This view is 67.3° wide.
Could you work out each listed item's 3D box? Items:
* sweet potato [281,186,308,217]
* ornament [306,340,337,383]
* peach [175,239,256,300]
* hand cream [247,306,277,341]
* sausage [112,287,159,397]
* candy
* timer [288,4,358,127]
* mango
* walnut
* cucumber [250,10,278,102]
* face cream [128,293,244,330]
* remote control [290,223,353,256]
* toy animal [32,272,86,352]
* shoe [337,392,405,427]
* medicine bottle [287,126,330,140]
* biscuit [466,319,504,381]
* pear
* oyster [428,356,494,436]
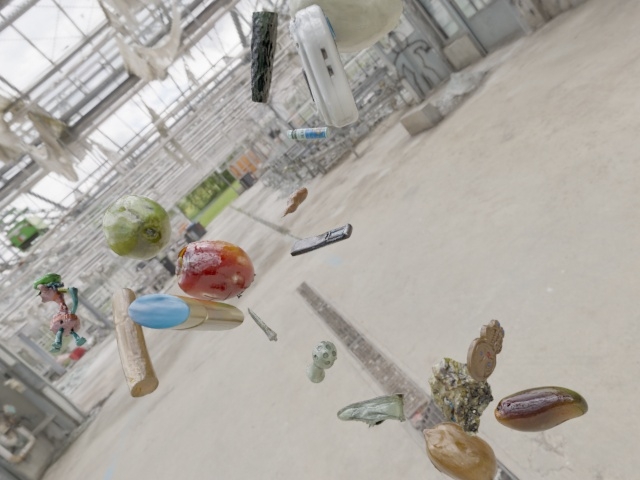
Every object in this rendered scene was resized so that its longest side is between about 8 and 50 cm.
[{"bbox_3d":[-0.097,-0.137,1.756,0.056,0.056,0.195,-31,20,42],"label":"sweet potato"},{"bbox_3d":[0.006,0.355,1.423,0.074,0.081,0.156,-95,18,-44],"label":"ornament"},{"bbox_3d":[-0.311,0.091,1.435,0.190,0.226,0.196,46,124,56],"label":"peach"},{"bbox_3d":[-0.215,0.312,1.772,0.037,0.165,0.057,-36,-26,-25],"label":"hand cream"},{"bbox_3d":[-0.418,0.212,1.066,0.066,0.066,0.301,-42,45,2],"label":"sausage"},{"bbox_3d":[0.071,-0.793,1.720,0.427,0.386,0.186,180,102,-79],"label":"candy"},{"bbox_3d":[0.007,-0.362,1.015,0.087,0.237,0.262,-18,20,8],"label":"timer"},{"bbox_3d":[0.664,0.512,1.458,0.268,0.133,0.111,-13,6,9],"label":"mango"},{"bbox_3d":[0.527,0.803,1.832,0.203,0.298,0.203,-50,-17,-22],"label":"walnut"},{"bbox_3d":[-0.136,-0.448,1.190,0.062,0.211,0.078,2,11,5],"label":"cucumber"},{"bbox_3d":[-0.266,0.150,0.978,0.139,0.067,0.285,1,-10,11],"label":"face cream"},{"bbox_3d":[0.000,0.000,1.411,0.212,0.028,0.059,-19,36,30],"label":"remote control"},{"bbox_3d":[-0.642,0.174,1.196,0.103,0.208,0.100,-33,-27,10],"label":"toy animal"},{"bbox_3d":[0.179,0.606,1.692,0.275,0.103,0.098,-26,63,34],"label":"shoe"},{"bbox_3d":[-0.052,-0.472,2.131,0.191,0.051,0.051,0,32,22],"label":"medicine bottle"},{"bbox_3d":[0.447,0.294,1.291,0.026,0.124,0.175,4,52,52],"label":"biscuit"},{"bbox_3d":[-0.586,-0.041,1.544,0.269,0.212,0.212,7,48,48],"label":"pear"},{"bbox_3d":[0.462,0.513,1.610,0.214,0.223,0.083,-67,-15,5],"label":"oyster"}]
